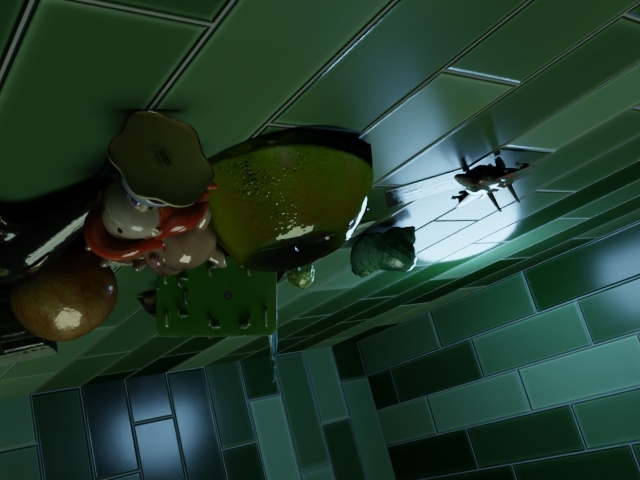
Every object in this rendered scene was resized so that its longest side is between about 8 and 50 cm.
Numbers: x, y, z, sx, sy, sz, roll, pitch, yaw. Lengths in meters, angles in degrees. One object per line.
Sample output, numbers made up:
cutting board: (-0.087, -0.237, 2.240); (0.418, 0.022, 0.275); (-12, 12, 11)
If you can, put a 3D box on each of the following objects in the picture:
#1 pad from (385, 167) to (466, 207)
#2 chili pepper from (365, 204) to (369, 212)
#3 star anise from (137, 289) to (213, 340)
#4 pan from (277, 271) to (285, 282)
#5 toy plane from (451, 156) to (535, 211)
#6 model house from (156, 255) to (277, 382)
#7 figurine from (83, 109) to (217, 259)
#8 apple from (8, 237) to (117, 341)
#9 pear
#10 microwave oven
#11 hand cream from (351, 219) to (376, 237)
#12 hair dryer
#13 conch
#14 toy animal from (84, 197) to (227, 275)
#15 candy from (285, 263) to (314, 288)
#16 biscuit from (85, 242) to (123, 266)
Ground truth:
pad: (0.272, -0.134, 1.749); (0.212, 0.003, 0.143); (-17, 164, 5)
chili pepper: (0.071, -0.087, 1.643); (0.073, 0.050, 0.182); (-28, 163, 18)
star anise: (-0.378, 0.222, 2.021); (0.316, 0.108, 0.315); (21, 164, 6)
pan: (-0.146, 0.090, 2.033); (0.202, 0.048, 0.128); (-52, 167, 30)
toy plane: (0.386, -0.145, 1.634); (0.223, 0.104, 0.326); (-29, 156, 31)
model house: (-0.253, 0.210, 1.830); (0.301, 0.339, 0.323); (-1, 176, 2)
figurine: (-0.276, -0.076, 1.126); (0.181, 0.208, 0.257); (29, 147, -14)
apple: (-0.528, 0.099, 1.395); (0.211, 0.211, 0.187); (-19, 125, 13)
pear: (-0.065, -0.050, 1.380); (0.399, 0.165, 0.399); (-11, 161, -4)
microwave oven: (-0.677, 0.159, 1.499); (0.163, 0.204, 0.129); (-13, 164, -13)
hand cream: (0.000, 0.000, 1.872); (0.321, 0.067, 0.109); (-12, 163, -27)
hair dryer: (-0.549, -0.052, 1.147); (0.304, 0.120, 0.359); (-29, 152, 16)
conch: (0.195, 0.026, 2.003); (0.203, 0.134, 0.196); (-16, -155, -16)
toy animal: (-0.316, -0.012, 1.314); (0.250, 0.153, 0.166); (9, 154, 16)
candy: (-0.062, 0.080, 1.935); (0.092, 0.093, 0.335); (27, 173, 4)
biscuit: (-0.449, 0.015, 1.527); (0.188, 0.040, 0.265); (-17, 164, -3)
